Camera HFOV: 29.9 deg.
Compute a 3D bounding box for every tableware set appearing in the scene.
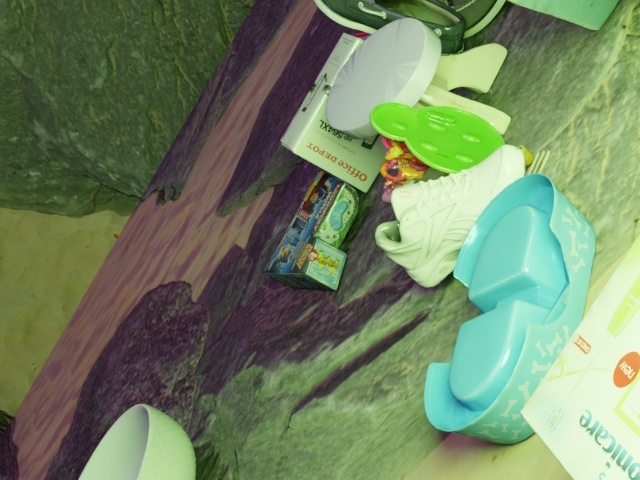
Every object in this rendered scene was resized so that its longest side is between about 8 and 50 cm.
[{"bbox_3d":[0.215,-0.047,1.440,0.154,0.024,0.104,-64,19,-9],"label":"tableware set"}]

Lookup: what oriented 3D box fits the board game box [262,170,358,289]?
[{"bbox_3d":[0.000,0.000,1.866,0.194,0.060,0.194,-61,20,3],"label":"board game box"}]

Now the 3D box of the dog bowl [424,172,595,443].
[{"bbox_3d":[0.199,0.074,1.229,0.166,0.074,0.297,-33,33,54],"label":"dog bowl"}]

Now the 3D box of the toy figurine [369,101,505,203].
[{"bbox_3d":[0.128,-0.075,1.512,0.130,0.173,0.159,-68,-6,-47],"label":"toy figurine"}]

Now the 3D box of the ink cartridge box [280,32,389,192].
[{"bbox_3d":[0.055,-0.198,1.875,0.203,0.148,0.086,-60,21,6],"label":"ink cartridge box"}]

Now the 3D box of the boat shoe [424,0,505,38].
[{"bbox_3d":[0.194,-0.375,1.855,0.109,0.091,0.305,-64,19,-10],"label":"boat shoe"}]

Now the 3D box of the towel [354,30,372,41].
[{"bbox_3d":[0.109,-0.396,2.204,0.199,0.031,0.275,-11,52,65],"label":"towel"}]

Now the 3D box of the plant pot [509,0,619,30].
[{"bbox_3d":[0.269,-0.427,1.359,0.247,0.247,0.252,51,118,25],"label":"plant pot"}]

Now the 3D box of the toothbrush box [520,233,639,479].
[{"bbox_3d":[0.302,0.080,0.884,0.283,0.122,0.206,-59,19,10],"label":"toothbrush box"}]

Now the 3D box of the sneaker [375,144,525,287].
[{"bbox_3d":[0.143,-0.037,1.391,0.232,0.115,0.090,-48,21,38],"label":"sneaker"}]

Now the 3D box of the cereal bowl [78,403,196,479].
[{"bbox_3d":[-0.293,0.434,1.873,0.339,0.141,0.339,-50,22,29],"label":"cereal bowl"}]

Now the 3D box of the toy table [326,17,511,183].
[{"bbox_3d":[0.135,-0.191,1.639,0.252,0.160,0.274,-59,20,5],"label":"toy table"}]

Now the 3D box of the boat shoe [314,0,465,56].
[{"bbox_3d":[0.105,-0.358,1.819,0.114,0.302,0.091,-34,-34,-36],"label":"boat shoe"}]
